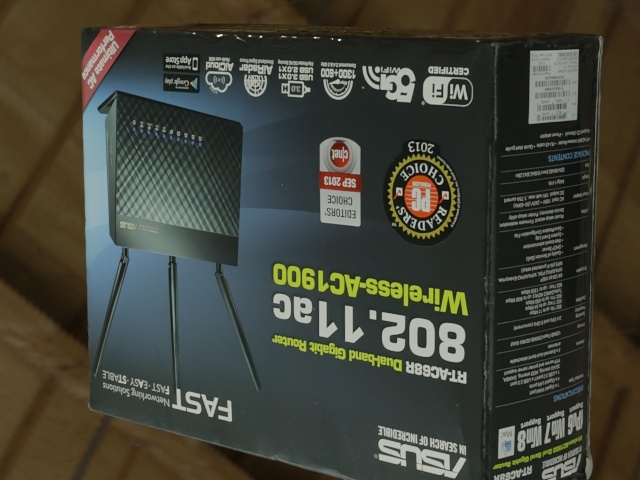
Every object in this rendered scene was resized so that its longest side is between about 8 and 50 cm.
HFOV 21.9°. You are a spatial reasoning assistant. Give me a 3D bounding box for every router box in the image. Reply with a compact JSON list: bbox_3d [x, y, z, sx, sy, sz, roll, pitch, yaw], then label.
[{"bbox_3d":[0.000,0.000,0.357,0.038,0.122,0.092,-11,-76,-46],"label":"router box"}]
